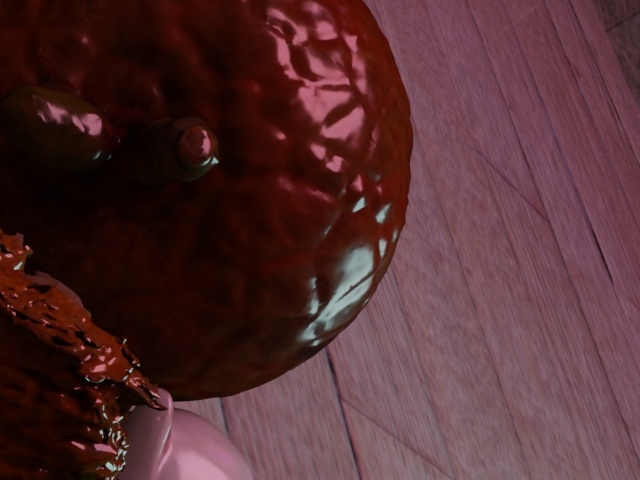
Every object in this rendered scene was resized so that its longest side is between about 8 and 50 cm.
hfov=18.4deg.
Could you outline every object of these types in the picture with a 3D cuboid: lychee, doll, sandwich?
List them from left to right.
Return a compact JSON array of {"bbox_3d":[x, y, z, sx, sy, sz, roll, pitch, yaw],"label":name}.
[{"bbox_3d":[-0.155,0.055,0.768,0.235,0.159,0.079,42,21,10],"label":"sandwich"},{"bbox_3d":[-0.081,-0.038,0.940,0.255,0.255,0.300,57,10,-10],"label":"lychee"},{"bbox_3d":[-0.055,0.150,0.938,0.181,0.110,0.107,40,35,-38],"label":"doll"}]
